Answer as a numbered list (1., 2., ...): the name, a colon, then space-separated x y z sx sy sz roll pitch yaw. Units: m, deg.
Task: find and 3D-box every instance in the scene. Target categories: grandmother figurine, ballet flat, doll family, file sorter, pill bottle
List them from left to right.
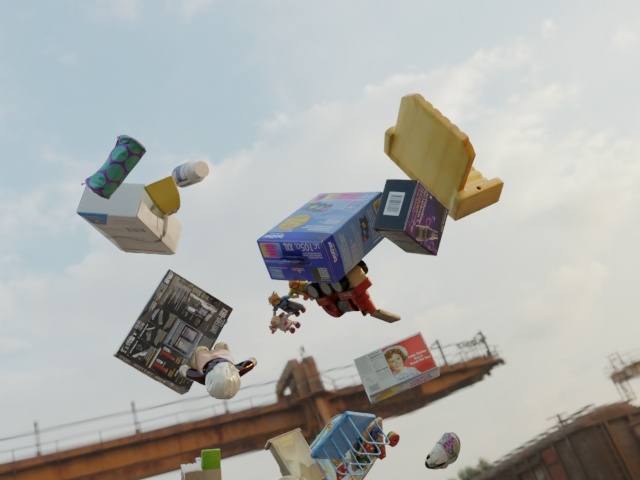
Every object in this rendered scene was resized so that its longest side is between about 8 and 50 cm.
1. pill bottle: -0.369 -0.193 1.926 0.067 0.067 0.120 7 -12 -40
2. grandmother figurine: -0.271 0.351 1.821 0.208 0.104 0.342 -17 7 -10
3. doll family: -0.100 0.211 2.393 0.263 0.118 0.163 -44 -38 11
4. file sorter: 0.081 0.555 1.794 0.118 0.104 0.170 20 -67 -42
5. ballet flat: 0.349 0.628 1.970 0.079 0.077 0.221 -21 -29 -18

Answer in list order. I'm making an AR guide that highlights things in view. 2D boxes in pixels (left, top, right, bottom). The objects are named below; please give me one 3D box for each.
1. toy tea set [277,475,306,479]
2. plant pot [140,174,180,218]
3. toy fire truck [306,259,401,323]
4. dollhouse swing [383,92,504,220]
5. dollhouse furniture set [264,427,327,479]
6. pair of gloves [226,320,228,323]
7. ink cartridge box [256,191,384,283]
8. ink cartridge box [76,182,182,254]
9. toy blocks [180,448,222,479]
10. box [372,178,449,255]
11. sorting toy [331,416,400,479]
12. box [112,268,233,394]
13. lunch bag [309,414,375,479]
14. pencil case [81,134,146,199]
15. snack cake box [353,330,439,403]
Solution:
1. toy tea set: 0.014 0.652 1.516 0.336 0.200 0.124 -7 -52 33
2. plant pot: -0.402 -0.104 1.725 0.081 0.083 0.081 -27 -5 -27
3. toy fire truck: 0.112 0.190 2.107 0.158 0.246 0.217 -35 8 -33
4. dollhouse swing: 0.410 -0.299 2.091 0.315 0.347 0.305 -22 -32 -34
5. dollhouse furniture set: -0.099 0.678 1.908 0.212 0.161 0.242 -10 -41 -37
6. pair of gloves: -0.433 0.230 2.313 0.204 0.042 0.240 34 -12 -23
7. ink cartridge box: 0.000 0.000 2.046 0.270 0.151 0.395 1 30 40
8. ink cartridge box: -0.638 -0.072 2.292 0.223 0.129 0.307 3 -24 15
9. toy blocks: -0.326 0.757 1.843 0.191 0.381 0.261 -2 -10 -16
10. box: 0.257 -0.062 1.890 0.108 0.153 0.207 6 -16 39
11. sorting toy: 0.147 0.638 2.069 0.275 0.046 0.132 -23 -60 -34
12. box: -0.443 0.277 2.061 0.242 0.307 0.076 33 -32 -13
13. lunch bag: 0.063 0.771 2.385 0.279 0.224 0.108 -47 -22 -27
14. pencil case: -0.458 -0.165 1.502 0.070 0.064 0.151 38 -95 -24
15. snack cake box: 0.268 0.448 2.380 0.264 0.152 0.089 -22 -35 -3
